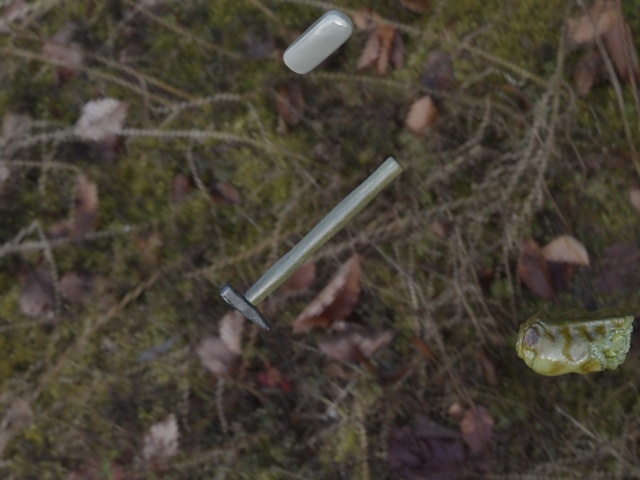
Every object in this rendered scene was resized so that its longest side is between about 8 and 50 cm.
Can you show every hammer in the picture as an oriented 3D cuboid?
[{"bbox_3d":[0.000,0.000,1.255,0.199,0.062,0.013,-42,24,8],"label":"hammer"}]

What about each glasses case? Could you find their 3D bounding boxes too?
[{"bbox_3d":[-0.002,-0.191,1.348,0.083,0.032,0.021,-37,24,37],"label":"glasses case"}]

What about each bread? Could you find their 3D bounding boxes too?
[{"bbox_3d":[0.235,0.093,1.291,0.110,0.060,0.066,-3,50,-9],"label":"bread"}]
